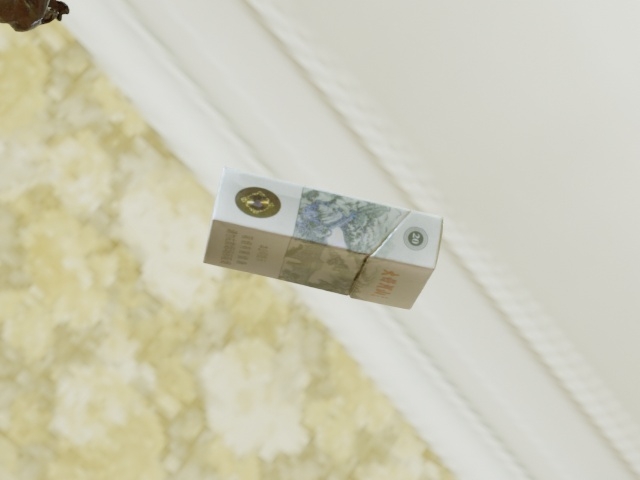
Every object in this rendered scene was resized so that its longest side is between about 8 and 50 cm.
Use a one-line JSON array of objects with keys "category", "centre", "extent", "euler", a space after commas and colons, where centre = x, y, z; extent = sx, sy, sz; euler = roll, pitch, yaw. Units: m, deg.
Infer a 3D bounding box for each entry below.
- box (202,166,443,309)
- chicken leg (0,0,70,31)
[{"category": "box", "centre": [0.000, 0.000, 0.700], "extent": [0.083, 0.024, 0.054], "euler": [13, -21, -3]}, {"category": "chicken leg", "centre": [-0.215, -0.103, 0.834], "extent": [0.196, 0.080, 0.125], "euler": [-33, -81, 17]}]
